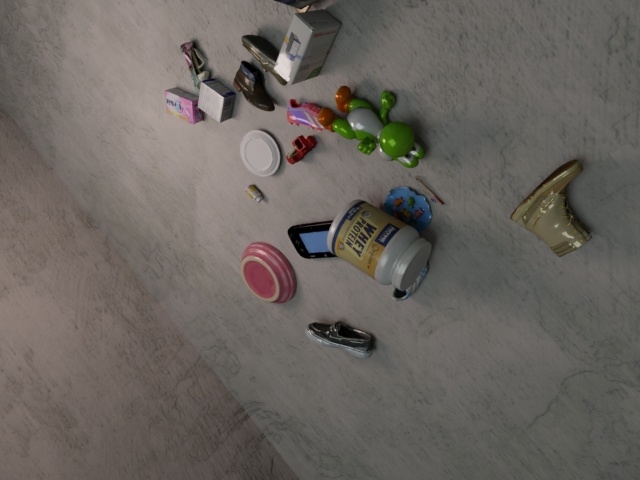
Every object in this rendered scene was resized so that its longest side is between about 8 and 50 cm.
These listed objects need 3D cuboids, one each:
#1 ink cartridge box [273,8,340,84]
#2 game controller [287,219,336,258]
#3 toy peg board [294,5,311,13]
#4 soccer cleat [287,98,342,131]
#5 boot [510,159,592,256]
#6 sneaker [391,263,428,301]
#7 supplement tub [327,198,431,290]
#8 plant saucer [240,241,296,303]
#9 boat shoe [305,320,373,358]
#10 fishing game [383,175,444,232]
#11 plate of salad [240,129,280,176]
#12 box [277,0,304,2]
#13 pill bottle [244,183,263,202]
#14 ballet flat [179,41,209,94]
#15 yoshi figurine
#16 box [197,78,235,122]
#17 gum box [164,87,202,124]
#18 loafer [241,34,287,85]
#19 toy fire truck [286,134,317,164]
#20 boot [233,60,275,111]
[{"bbox_3d":[-0.044,-0.641,1.660,0.093,0.154,0.212,46,137,11],"label":"ink cartridge box"},{"bbox_3d":[0.000,0.000,2.093,0.319,0.067,0.166,-5,112,43],"label":"game controller"},{"bbox_3d":[-0.049,-0.842,1.610,0.161,0.079,0.161,56,152,-2],"label":"toy peg board"},{"bbox_3d":[-0.023,-0.454,1.819,0.248,0.083,0.095,19,122,35],"label":"soccer cleat"},{"bbox_3d":[0.695,-0.084,1.418,0.203,0.095,0.262,44,138,11],"label":"boot"},{"bbox_3d":[0.334,0.143,1.883,0.085,0.086,0.237,36,133,21],"label":"sneaker"},{"bbox_3d":[0.207,0.017,1.773,0.316,0.228,0.228,32,133,26],"label":"supplement tub"},{"bbox_3d":[-0.269,0.171,2.421,0.332,0.084,0.332,21,127,30],"label":"plant saucer"},{"bbox_3d":[0.089,0.418,2.263,0.335,0.121,0.119,14,117,22],"label":"boat shoe"},{"bbox_3d":[0.305,-0.104,1.785,0.189,0.041,0.264,47,136,4],"label":"fishing game"},{"bbox_3d":[-0.249,-0.364,2.091,0.200,0.048,0.199,13,119,24],"label":"plate of salad"},{"bbox_3d":[0.003,-0.787,1.362,0.296,0.294,0.182,-19,105,19],"label":"box"},{"bbox_3d":[-0.295,-0.208,2.231,0.083,0.043,0.043,46,136,8],"label":"pill bottle"},{"bbox_3d":[-0.510,-0.715,2.084,0.079,0.077,0.221,-12,108,24],"label":"ballet flat"},{"bbox_3d":[0.175,-0.368,1.623,0.362,0.203,0.203,34,127,16],"label":"yoshi figurine"},{"bbox_3d":[-0.435,-0.585,2.093,0.137,0.072,0.126,38,135,16],"label":"box"},{"bbox_3d":[-0.606,-0.600,2.237,0.188,0.062,0.107,27,131,26],"label":"gum box"},{"bbox_3d":[-0.199,-0.656,1.828,0.251,0.094,0.087,43,132,11],"label":"loafer"},{"bbox_3d":[-0.084,-0.341,1.898,0.047,0.135,0.192,54,137,-1],"label":"toy fire truck"},{"bbox_3d":[-0.250,-0.592,1.923,0.219,0.082,0.106,42,138,15],"label":"boot"}]
